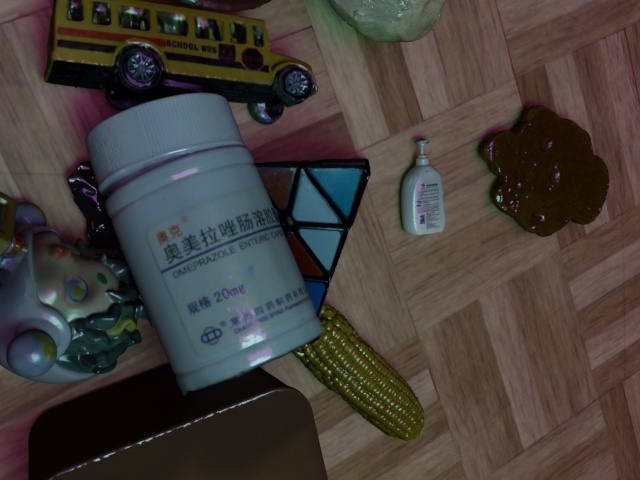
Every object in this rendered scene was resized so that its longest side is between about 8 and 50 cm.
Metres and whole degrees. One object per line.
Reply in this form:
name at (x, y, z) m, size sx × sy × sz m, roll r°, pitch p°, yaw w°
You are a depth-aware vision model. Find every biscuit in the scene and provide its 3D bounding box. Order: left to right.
biscuit at (0.392, -0.116, 1.226) m, size 0.290 × 0.041 × 0.208 m, roll 21°, pitch 88°, yaw -25°

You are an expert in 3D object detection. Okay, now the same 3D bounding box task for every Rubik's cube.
Rubik's cube at (0.000, 0.000, 1.012) m, size 0.250 × 0.284 × 0.234 m, roll -18°, pitch 108°, yaw -58°

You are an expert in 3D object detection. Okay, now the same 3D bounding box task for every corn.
corn at (0.067, 0.215, 1.093) m, size 0.313 × 0.102 × 0.102 m, roll 44°, pitch 79°, yaw -24°

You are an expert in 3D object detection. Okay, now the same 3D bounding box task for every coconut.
coconut at (0.090, -0.374, 0.971) m, size 0.194 × 0.194 × 0.194 m, roll -4°, pitch 100°, yaw -25°

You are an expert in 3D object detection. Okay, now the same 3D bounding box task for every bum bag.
bum bag at (-0.292, -0.045, 0.919) m, size 0.058 × 0.034 × 0.124 m, roll -28°, pitch 110°, yaw -31°

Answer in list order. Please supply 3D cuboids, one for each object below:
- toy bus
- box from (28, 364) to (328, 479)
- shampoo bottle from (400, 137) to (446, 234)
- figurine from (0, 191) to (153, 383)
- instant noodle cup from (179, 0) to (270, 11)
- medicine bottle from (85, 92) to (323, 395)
toy bus at (-0.174, -0.232, 0.901) m, size 0.335 × 0.121 × 0.123 m, roll 0°, pitch 85°, yaw -25°
box at (-0.193, 0.309, 0.914) m, size 0.339 × 0.229 × 0.239 m, roll -18°, pitch 106°, yaw -22°
shampoo bottle at (0.164, -0.088, 1.121) m, size 0.077 × 0.045 × 0.152 m, roll -10°, pitch 104°, yaw -22°
figurine at (-0.360, 0.041, 0.787) m, size 0.186 × 0.261 × 0.382 m, roll -30°, pitch 139°, yaw 26°
instant noodle cup at (-0.147, -0.424, 0.890) m, size 0.274 × 0.091 × 0.274 m, roll -5°, pitch 99°, yaw -31°
medicine bottle at (-0.143, -0.002, 0.857) m, size 0.190 × 0.190 × 0.332 m, roll -22°, pitch 87°, yaw -21°
